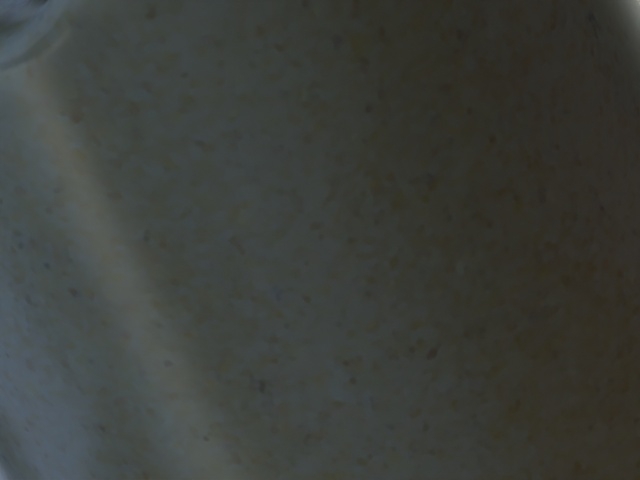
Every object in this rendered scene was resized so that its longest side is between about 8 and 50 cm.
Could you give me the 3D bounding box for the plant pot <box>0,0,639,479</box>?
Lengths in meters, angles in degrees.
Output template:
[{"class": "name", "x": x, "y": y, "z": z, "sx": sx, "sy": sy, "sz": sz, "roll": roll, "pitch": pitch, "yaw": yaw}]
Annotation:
[{"class": "plant pot", "x": 0.000, "y": 0.000, "z": 0.528, "sx": 0.305, "sy": 0.334, "sz": 0.334, "roll": 64, "pitch": -144, "yaw": -30}]
